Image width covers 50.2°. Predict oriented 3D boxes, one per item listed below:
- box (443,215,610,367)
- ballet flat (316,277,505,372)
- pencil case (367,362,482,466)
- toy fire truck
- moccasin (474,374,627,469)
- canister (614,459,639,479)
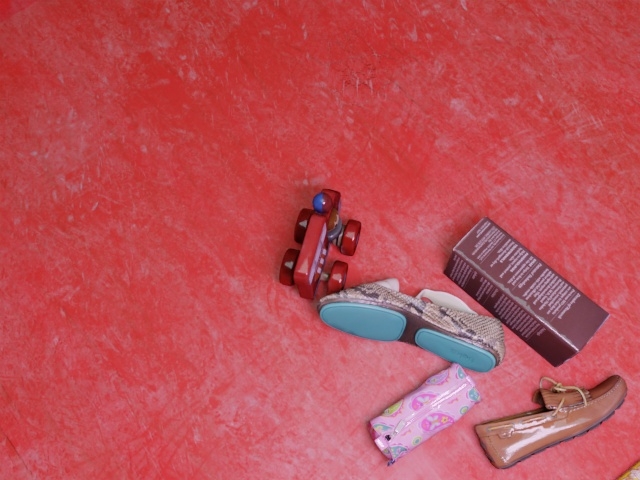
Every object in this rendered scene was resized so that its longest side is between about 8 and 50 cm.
[{"bbox_3d":[0.506,0.131,1.722,0.143,0.191,0.381,-43,74,-14],"label":"box"},{"bbox_3d":[0.236,0.191,1.745,0.483,0.164,0.182,16,48,2],"label":"ballet flat"},{"bbox_3d":[0.249,0.417,1.654,0.284,0.124,0.124,-31,71,-11],"label":"pencil case"},{"bbox_3d":[0.000,0.000,1.755,0.170,0.254,0.302,15,70,7],"label":"toy fire truck"},{"bbox_3d":[0.556,0.410,1.649,0.380,0.139,0.146,-25,78,2],"label":"moccasin"},{"bbox_3d":[0.764,0.584,1.597,0.170,0.073,0.126,-34,71,-12],"label":"canister"}]
